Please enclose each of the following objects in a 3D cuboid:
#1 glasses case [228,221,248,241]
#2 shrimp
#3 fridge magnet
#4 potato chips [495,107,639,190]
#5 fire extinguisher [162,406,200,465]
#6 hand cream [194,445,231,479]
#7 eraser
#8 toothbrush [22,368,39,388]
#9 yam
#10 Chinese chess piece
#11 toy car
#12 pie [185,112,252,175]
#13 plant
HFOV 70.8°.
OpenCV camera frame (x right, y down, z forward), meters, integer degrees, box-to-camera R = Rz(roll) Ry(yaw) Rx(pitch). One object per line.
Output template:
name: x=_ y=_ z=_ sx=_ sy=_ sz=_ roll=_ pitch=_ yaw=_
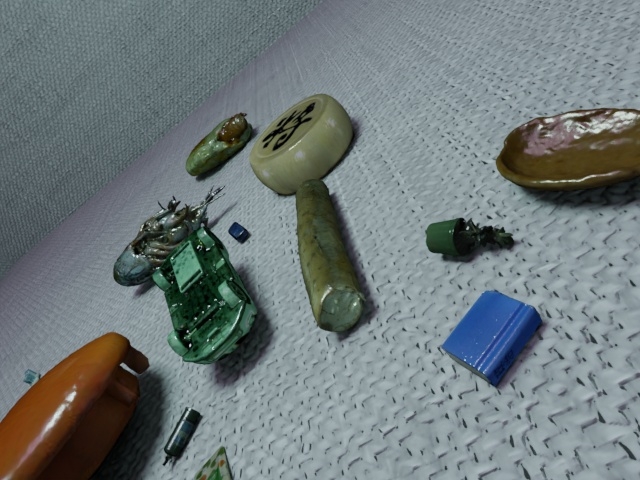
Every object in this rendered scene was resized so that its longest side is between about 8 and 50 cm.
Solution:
glasses case: x=-0.188 y=-0.018 z=1.032 sx=0.034 sy=0.023 sz=0.083 roll=-52 pitch=30 yaw=-5
shrimp: x=-0.376 y=0.002 z=1.142 sx=0.372 sy=0.137 sz=0.172 roll=-44 pitch=66 yaw=14
fridge magnet: x=-0.434 y=0.316 z=0.733 sx=0.363 sy=0.155 sz=0.364 roll=-43 pitch=17 yaw=16
potato chips: x=0.309 y=-0.102 z=0.531 sx=0.201 sy=0.049 sz=0.150 roll=-1 pitch=46 yaw=51
fire extinguisher: x=-0.211 y=0.294 z=0.671 sx=0.038 sy=0.025 sz=0.083 roll=114 pitch=-179 yaw=-57
hand cream: x=-0.124 y=0.317 z=0.540 sx=0.057 sy=0.037 sz=0.165 roll=-46 pitch=24 yaw=-6
eraser: x=0.174 y=0.096 z=0.461 sx=0.085 sy=0.027 sz=0.063 roll=-49 pitch=30 yaw=-9
toothbrush: x=-0.717 y=0.405 z=1.089 sx=0.040 sy=0.040 sz=0.386 roll=-49 pitch=27 yaw=-10
yam: x=0.000 y=0.000 z=0.742 sx=0.083 sy=0.083 sz=0.372 roll=-35 pitch=31 yaw=13
Chinese chess piece: x=-0.046 y=-0.224 z=1.046 sx=0.257 sy=0.104 sz=0.257 roll=-30 pitch=34 yaw=22
toy car: x=-0.194 y=0.098 z=0.797 sx=0.136 sy=0.125 sz=0.306 roll=-44 pitch=42 yaw=2
pie: x=-0.351 y=-0.322 z=1.548 sx=0.274 sy=0.105 sz=0.257 roll=-43 pitch=16 yaw=-5
plant: x=0.184 y=-0.005 z=0.555 sx=0.102 sy=0.051 sz=0.051 roll=-3 pitch=49 yaw=41
